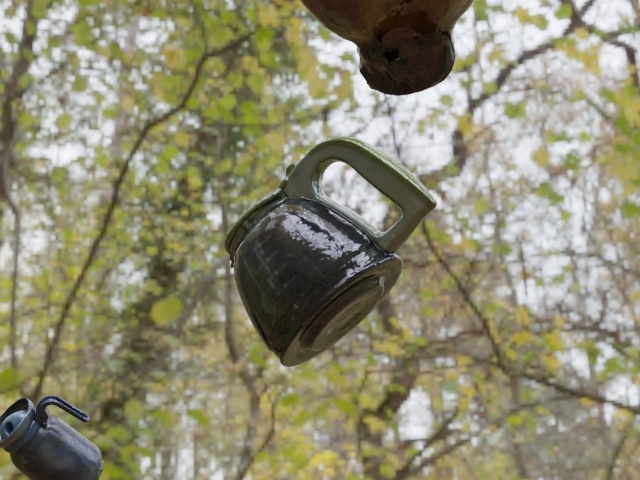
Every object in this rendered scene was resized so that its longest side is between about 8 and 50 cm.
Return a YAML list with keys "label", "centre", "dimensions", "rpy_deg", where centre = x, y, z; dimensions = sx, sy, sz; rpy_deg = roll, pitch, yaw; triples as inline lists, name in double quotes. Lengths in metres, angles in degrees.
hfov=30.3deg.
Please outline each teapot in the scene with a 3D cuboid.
- label: "teapot"
  centre: [-0.201, 0.157, 0.888]
  dimensions: [0.064, 0.049, 0.083]
  rpy_deg: [-20, -54, 41]
- label: "teapot"
  centre: [0.000, 0.004, 0.693]
  dimensions: [0.124, 0.091, 0.092]
  rpy_deg: [-39, -17, -10]

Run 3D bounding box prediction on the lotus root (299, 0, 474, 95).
- label: "lotus root"
  centre: [0.013, -0.111, 0.299]
  dimensions: [0.072, 0.063, 0.151]
  rpy_deg: [1, -59, 5]
